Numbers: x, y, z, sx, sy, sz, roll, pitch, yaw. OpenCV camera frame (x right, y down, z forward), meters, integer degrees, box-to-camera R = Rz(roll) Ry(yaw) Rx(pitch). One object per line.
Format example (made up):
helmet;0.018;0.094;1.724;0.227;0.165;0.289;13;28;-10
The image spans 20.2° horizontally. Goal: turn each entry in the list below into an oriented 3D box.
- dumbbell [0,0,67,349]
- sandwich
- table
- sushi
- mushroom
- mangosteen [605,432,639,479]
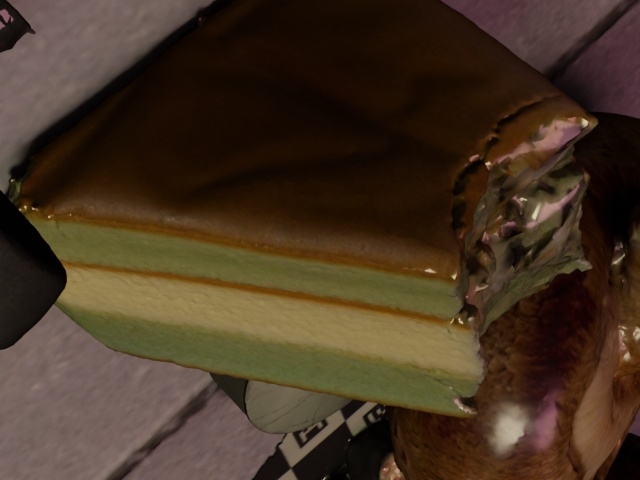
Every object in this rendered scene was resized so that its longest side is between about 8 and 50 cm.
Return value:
dumbbell;-0.249;0.052;0.651;0.388;0.185;0.185;-46;149;-1
sandwich;0.000;0.000;0.873;0.227;0.198;0.155;-38;148;-15
table;-0.004;0.052;1.076;0.133;0.043;0.133;-31;146;-24
sushi;0.043;0.184;1.278;0.290;0.050;0.264;-54;148;11
mushroom;0.143;0.047;1.099;0.297;0.163;0.278;-49;166;-49
mangosteen;0.201;0.282;1.355;0.288;0.288;0.288;-31;145;-24
